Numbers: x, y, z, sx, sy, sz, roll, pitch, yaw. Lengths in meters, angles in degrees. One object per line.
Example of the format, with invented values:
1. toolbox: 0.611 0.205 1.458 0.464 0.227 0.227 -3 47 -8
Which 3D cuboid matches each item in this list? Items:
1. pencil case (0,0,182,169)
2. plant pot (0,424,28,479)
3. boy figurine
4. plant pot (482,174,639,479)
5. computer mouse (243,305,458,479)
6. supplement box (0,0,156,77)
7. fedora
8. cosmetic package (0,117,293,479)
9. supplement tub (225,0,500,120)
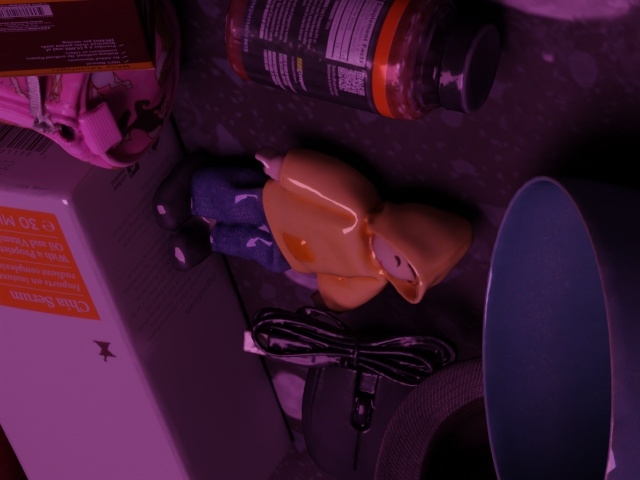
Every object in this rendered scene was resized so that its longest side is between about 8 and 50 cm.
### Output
1. pencil case: -0.311 -0.180 1.612 0.386 0.160 0.167 17 -178 20
2. plant pot: -0.433 0.177 2.023 0.272 0.272 0.265 19 131 19
3. boy figurine: 0.000 0.000 1.647 0.285 0.092 0.177 12 133 31
4. plant pot: 0.258 0.095 1.446 0.195 0.290 0.290 -1 141 -13
5. computer mouse: 0.031 0.162 1.748 0.189 0.072 0.272 9 150 11
6. supplement box: -0.223 -0.208 1.394 0.191 0.129 0.194 -3 168 -1
7. fedora: 0.183 0.227 1.668 0.275 0.243 0.124 4 167 2
8. cosmetic package: -0.213 0.074 1.820 0.230 0.161 0.453 7 134 31
9. supplement tub: 0.034 -0.152 1.455 0.198 0.106 0.106 16 137 22
